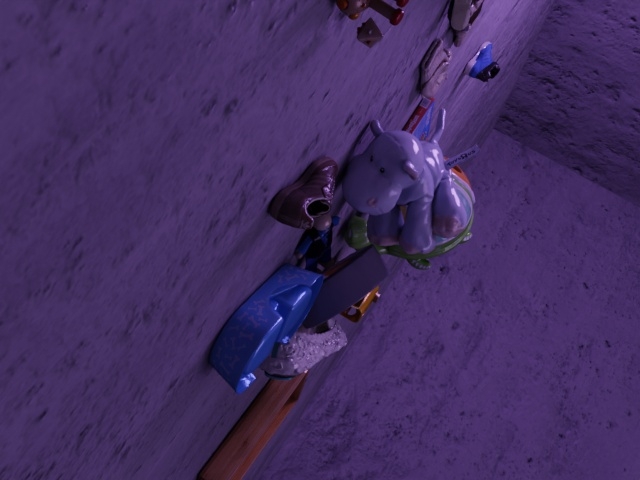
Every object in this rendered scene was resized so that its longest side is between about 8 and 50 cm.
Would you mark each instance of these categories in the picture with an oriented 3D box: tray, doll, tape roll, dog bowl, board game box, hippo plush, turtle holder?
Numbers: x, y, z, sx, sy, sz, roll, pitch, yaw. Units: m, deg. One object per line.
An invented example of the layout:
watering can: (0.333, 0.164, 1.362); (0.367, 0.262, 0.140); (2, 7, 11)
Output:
tray: (-0.178, 0.507, 1.941); (0.411, 0.076, 0.202); (-51, 166, -37)
doll: (0.000, 0.000, 1.439); (0.129, 0.046, 0.189); (-44, 157, -23)
tape roll: (0.039, 0.096, 1.557); (0.219, 0.072, 0.219); (-33, -177, 2)
dog bowl: (-0.097, 0.148, 1.340); (0.297, 0.074, 0.165); (-44, 162, -50)
board game box: (0.229, -0.245, 1.845); (0.145, 0.027, 0.281); (-55, 168, -10)
hippo plush: (0.175, -0.108, 1.432); (0.294, 0.234, 0.236); (-42, 161, 12)
turtle holder: (0.210, -0.086, 1.767); (0.227, 0.321, 0.243); (77, 7, -56)

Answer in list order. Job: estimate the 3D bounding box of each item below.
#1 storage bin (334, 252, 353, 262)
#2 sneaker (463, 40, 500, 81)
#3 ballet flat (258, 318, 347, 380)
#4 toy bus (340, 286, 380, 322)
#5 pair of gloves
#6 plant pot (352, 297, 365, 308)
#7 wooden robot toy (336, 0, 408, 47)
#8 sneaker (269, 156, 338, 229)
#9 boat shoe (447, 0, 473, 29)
storage bin: (0.045, 0.105, 1.835); (0.091, 0.098, 0.135); (-30, -165, 47)
sneaker: (0.472, -0.500, 2.080); (0.152, 0.085, 0.058); (-51, 166, -38)
ballet flat: (-0.026, 0.214, 1.706); (0.147, 0.147, 0.409); (-61, 169, 11)
toy bus: (0.132, 0.158, 2.284); (0.202, 0.104, 0.191); (-61, 169, 12)
pair of gloves: (0.286, -0.420, 1.592); (0.240, 0.042, 0.204); (-57, 169, -8)
plant pot: (0.073, 0.120, 1.959); (0.081, 0.083, 0.081); (25, 99, -41)
wooden robot toy: (0.056, -0.292, 0.868); (0.079, 0.076, 0.173); (-36, 157, -37)
sneaker: (-0.008, -0.068, 1.159); (0.188, 0.071, 0.066); (-45, 162, -49)
boat shoe: (0.276, -0.474, 1.415); (0.042, 0.049, 0.133); (-102, -159, -55)
